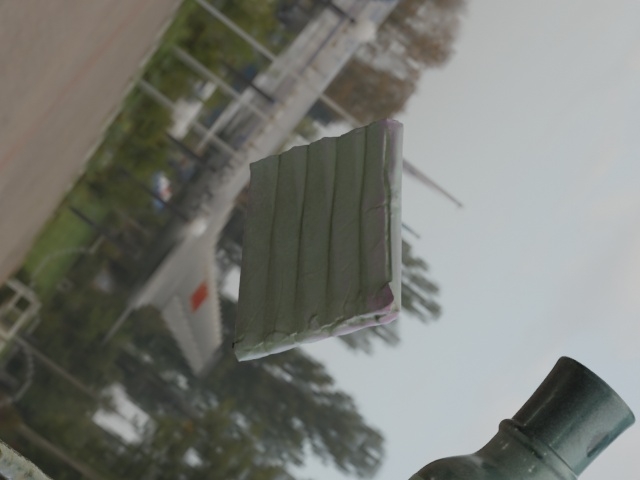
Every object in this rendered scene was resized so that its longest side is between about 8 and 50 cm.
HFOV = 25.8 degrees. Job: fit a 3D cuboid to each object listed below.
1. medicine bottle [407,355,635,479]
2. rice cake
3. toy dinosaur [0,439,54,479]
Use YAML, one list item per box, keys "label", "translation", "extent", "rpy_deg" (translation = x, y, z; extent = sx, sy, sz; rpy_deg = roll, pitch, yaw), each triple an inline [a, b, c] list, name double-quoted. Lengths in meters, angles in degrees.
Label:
- label: "medicine bottle"
  translation: [0.047, 0.137, 0.581]
  extent: [0.208, 0.054, 0.090]
  rpy_deg: [-47, 143, -8]
- label: "rice cake"
  translation: [0.000, 0.000, 1.288]
  extent: [0.189, 0.037, 0.198]
  rpy_deg: [-17, -117, 29]
- label: "toy dinosaur"
  translation: [-0.180, 0.047, 0.497]
  extent: [0.251, 0.072, 0.200]
  rpy_deg: [-7, 143, -39]
